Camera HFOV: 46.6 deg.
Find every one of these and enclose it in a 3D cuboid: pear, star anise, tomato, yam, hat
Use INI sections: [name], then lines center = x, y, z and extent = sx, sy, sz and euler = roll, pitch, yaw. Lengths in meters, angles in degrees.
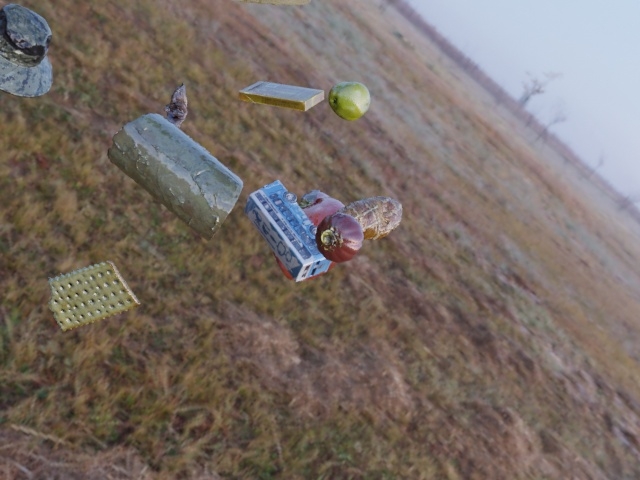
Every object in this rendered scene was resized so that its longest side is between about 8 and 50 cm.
[pear]
center = 0.062, -0.308, 1.643
extent = 0.097, 0.092, 0.092
euler = 6, 24, -16
[star anise]
center = -0.355, -0.304, 1.803
extent = 0.056, 0.124, 0.129
euler = 16, 59, -21
[tomato]
center = 0.006, -0.001, 2.519
extent = 0.176, 0.289, 0.335
euler = 13, 31, 33
[yam]
center = -0.307, -0.142, 1.637
extent = 0.304, 0.168, 0.168
euler = 39, 14, 4
[hat]
center = -0.699, -0.465, 1.713
extent = 0.266, 0.128, 0.265
euler = 36, 33, -29

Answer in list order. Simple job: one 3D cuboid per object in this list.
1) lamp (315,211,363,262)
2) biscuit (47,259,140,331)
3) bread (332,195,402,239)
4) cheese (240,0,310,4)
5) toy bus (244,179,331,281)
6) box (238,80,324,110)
[lamp]
center = 0.037, -0.006, 1.467
extent = 0.101, 0.101, 0.090
euler = 45, 24, 23
[biscuit]
center = -0.512, 0.120, 1.627
extent = 0.016, 0.203, 0.144
euler = -86, 156, -57
[bread]
center = 0.124, -0.052, 1.787
extent = 0.233, 0.104, 0.076
euler = -12, 5, -36
[cheese]
center = -0.097, -0.390, 1.120
extent = 0.194, 0.064, 0.043
euler = -8, 2, -30
[toy bus]
center = -0.091, -0.028, 2.139
extent = 0.131, 0.106, 0.297
euler = -24, 65, -33
[box]
center = -0.080, -0.297, 1.520
extent = 0.156, 0.022, 0.089
euler = 12, 29, 22
